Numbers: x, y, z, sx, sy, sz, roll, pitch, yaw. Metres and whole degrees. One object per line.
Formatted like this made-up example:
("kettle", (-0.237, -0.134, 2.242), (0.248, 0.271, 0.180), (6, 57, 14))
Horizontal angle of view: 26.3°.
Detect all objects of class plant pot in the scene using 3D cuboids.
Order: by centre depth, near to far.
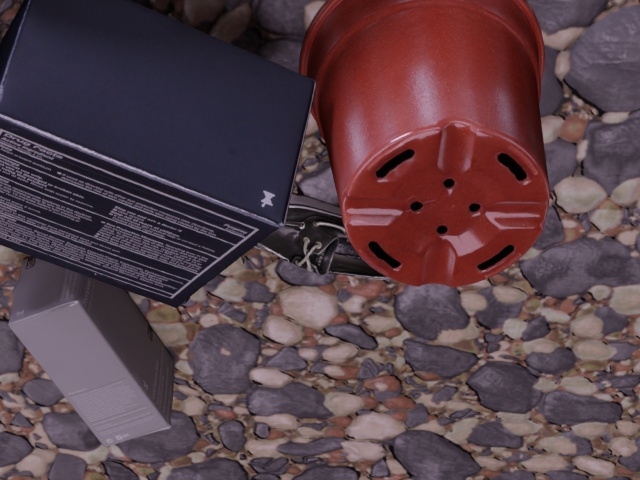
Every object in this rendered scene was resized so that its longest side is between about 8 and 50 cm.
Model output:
("plant pot", (0.115, -0.109, 1.410), (0.272, 0.265, 0.272), (-1, 129, -1))

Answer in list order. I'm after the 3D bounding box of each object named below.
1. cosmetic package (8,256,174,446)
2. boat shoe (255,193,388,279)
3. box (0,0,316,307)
("cosmetic package", (-0.275, 0.126, 1.676), (0.107, 0.127, 0.238), (-17, 130, 12))
("boat shoe", (0.000, 0.000, 1.618), (0.219, 0.070, 0.078), (8, 128, -9))
("box", (-0.205, -0.092, 1.398), (0.296, 0.182, 0.294), (21, 155, -20))
